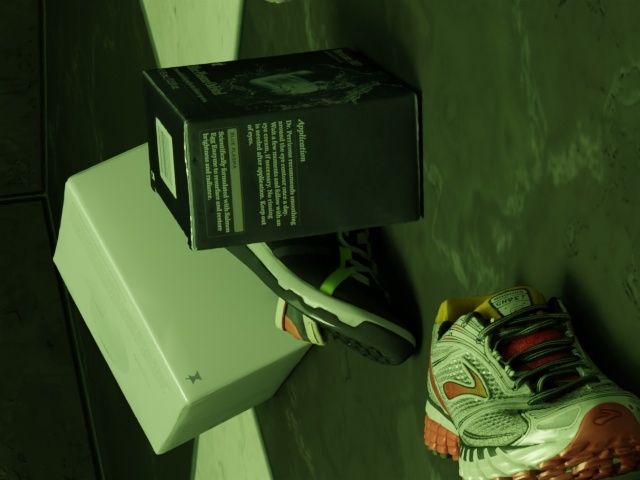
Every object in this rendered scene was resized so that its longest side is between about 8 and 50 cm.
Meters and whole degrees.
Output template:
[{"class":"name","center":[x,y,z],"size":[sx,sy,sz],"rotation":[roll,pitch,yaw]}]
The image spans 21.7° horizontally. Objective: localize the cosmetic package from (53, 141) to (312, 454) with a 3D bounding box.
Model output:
[{"class":"cosmetic package","center":[-0.130,0.049,1.525],"size":[0.224,0.138,0.224],"rotation":[61,162,10]}]

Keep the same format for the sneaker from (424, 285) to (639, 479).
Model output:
[{"class":"sneaker","center":[0.099,0.073,0.855],"size":[0.225,0.088,0.092],"rotation":[-169,74,-75]}]

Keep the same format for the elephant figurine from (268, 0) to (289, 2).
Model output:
[{"class":"elephant figurine","center":[0.014,-0.261,0.967],"size":[0.169,0.186,0.239],"rotation":[-55,3,-33]}]

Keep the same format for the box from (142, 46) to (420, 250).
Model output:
[{"class":"box","center":[-0.030,-0.067,1.145],"size":[0.156,0.158,0.093],"rotation":[-132,37,-66]}]

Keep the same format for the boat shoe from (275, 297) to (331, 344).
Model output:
[{"class":"boat shoe","center":[-0.006,0.027,1.337],"size":[0.043,0.049,0.137],"rotation":[26,132,21]}]

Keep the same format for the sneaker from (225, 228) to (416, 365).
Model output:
[{"class":"sneaker","center":[0.000,0.000,1.212],"size":[0.235,0.097,0.084],"rotation":[39,-179,43]}]
